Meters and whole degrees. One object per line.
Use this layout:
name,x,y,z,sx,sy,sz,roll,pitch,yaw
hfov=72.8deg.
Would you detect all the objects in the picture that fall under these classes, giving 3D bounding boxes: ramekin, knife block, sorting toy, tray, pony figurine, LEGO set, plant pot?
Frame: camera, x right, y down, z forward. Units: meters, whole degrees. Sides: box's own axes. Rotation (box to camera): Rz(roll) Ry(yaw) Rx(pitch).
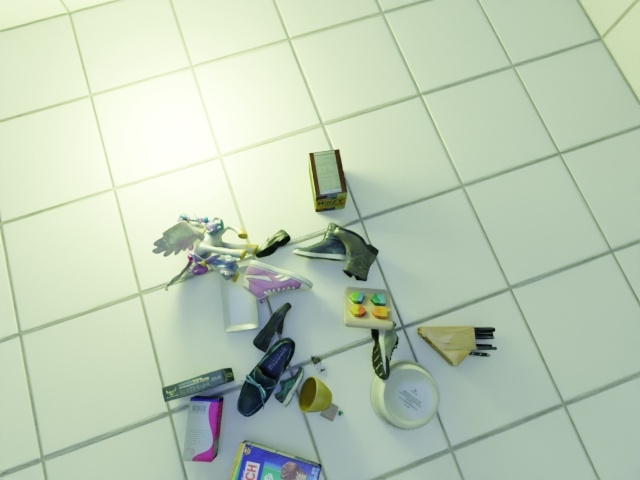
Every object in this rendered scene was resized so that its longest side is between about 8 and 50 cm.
ramekin,0.338,0.603,1.693,0.273,0.127,0.272,0,75,-1
knife block,0.573,0.382,1.777,0.276,0.088,0.242,44,78,10
sorting toy,0.194,0.269,1.772,0.193,0.038,0.208,5,39,0
tray,-0.340,0.242,1.824,0.145,0.030,0.270,-7,75,-4
pony figurine,-0.482,0.035,1.779,0.364,0.302,0.351,20,44,8
LEGO set,-0.014,0.499,1.771,0.054,0.023,0.083,-14,89,-3
sorting toy,0.047,0.683,1.725,0.083,0.012,0.062,23,71,8
plant pot,-0.011,0.610,1.695,0.095,0.134,0.134,26,74,-24

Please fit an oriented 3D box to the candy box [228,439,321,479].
candy box,-0.182,0.913,1.580,0.317,0.122,0.268,14,68,8

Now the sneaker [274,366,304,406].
sneaker,-0.125,0.572,1.727,0.076,0.065,0.166,28,75,10

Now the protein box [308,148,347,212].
protein box,0.029,-0.253,1.873,0.136,0.200,0.201,-8,76,-3

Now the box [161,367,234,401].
box,-0.461,0.548,1.662,0.233,0.183,0.059,-17,77,-5

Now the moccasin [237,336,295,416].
moccasin,-0.224,0.526,1.706,0.138,0.117,0.342,28,76,6

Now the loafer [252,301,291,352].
loafer,-0.184,0.354,1.778,0.078,0.076,0.223,37,82,3

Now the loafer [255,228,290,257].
loafer,-0.212,0.014,1.878,0.170,0.062,0.061,-32,56,-12

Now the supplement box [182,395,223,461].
supplement box,-0.444,0.713,1.656,0.111,0.114,0.220,4,74,-1

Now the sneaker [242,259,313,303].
sneaker,-0.181,0.198,1.798,0.282,0.102,0.161,15,72,3

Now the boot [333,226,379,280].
boot,0.132,0.062,1.810,0.246,0.083,0.161,34,72,-25

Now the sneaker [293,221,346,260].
sneaker,0.000,0.000,1.859,0.226,0.086,0.163,4,84,-8

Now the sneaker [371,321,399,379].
sneaker,0.262,0.418,1.716,0.108,0.100,0.271,14,47,-8
